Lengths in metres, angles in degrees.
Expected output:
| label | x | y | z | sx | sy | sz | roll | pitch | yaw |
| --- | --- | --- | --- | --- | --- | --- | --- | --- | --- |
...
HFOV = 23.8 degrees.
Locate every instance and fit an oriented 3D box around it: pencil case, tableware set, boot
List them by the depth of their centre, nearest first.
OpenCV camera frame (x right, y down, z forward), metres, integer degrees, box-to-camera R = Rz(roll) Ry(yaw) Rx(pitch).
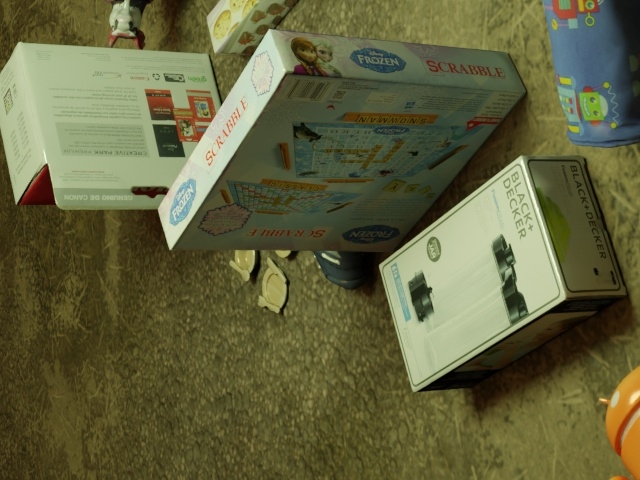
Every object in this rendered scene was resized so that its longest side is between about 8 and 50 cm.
| label | x | y | z | sx | sy | sz | roll | pitch | yaw |
| --- | --- | --- | --- | --- | --- | --- | --- | --- | --- |
| pencil case | 0.273 | -0.245 | 1.452 | 0.119 | 0.133 | 0.306 | 3 | 112 | 43 |
| boot | 0.000 | 0.000 | 1.991 | 0.190 | 0.069 | 0.086 | -142 | 41 | -61 |
| tableware set | -0.076 | 0.011 | 2.148 | 0.141 | 0.020 | 0.169 | 45 | 127 | 47 |

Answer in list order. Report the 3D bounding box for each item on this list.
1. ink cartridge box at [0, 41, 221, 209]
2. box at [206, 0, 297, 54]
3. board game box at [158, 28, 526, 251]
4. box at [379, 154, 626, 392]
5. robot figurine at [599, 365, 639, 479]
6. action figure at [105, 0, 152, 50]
| label | x | y | z | sx | sy | sz | roll | pitch | yaw |
| --- | --- | --- | --- | --- | --- | --- | --- | --- | --- |
| ink cartridge box | -0.294 | -0.136 | 2.216 | 0.130 | 0.309 | 0.272 | -44 | 54 | 49 |
| box | -0.056 | -0.363 | 2.073 | 0.324 | 0.063 | 0.067 | -41 | 58 | 50 |
| board game box | 0.019 | -0.101 | 1.727 | 0.318 | 0.318 | 0.066 | -52 | 47 | 43 |
| box | 0.192 | 0.041 | 1.671 | 0.290 | 0.087 | 0.169 | -38 | 59 | 51 |
| robot figurine | 0.347 | 0.195 | 1.396 | 0.219 | 0.128 | 0.158 | 56 | 147 | 41 |
| action figure | -0.284 | -0.463 | 2.257 | 0.276 | 0.248 | 0.370 | 39 | 119 | 51 |
